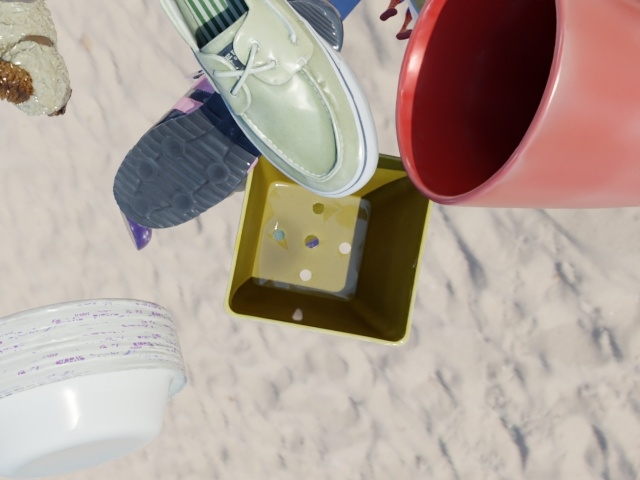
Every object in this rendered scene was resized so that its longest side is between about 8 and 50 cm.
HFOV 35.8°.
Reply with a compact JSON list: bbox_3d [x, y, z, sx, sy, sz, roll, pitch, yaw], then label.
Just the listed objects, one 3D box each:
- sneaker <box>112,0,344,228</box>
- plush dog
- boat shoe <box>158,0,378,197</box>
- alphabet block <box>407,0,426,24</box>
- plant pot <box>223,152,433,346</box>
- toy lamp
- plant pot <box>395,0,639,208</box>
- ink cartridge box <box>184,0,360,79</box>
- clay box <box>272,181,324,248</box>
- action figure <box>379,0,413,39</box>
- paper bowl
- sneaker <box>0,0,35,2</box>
[{"bbox_3d":[-0.091,-0.136,1.060,0.319,0.131,0.112,-39,102,22],"label":"sneaker"},{"bbox_3d":[-0.489,-0.308,1.630,0.210,0.262,0.225,-30,80,15],"label":"plush dog"},{"bbox_3d":[-0.064,-0.158,0.802,0.109,0.094,0.302,-34,94,26],"label":"boat shoe"},{"bbox_3d":[0.263,-0.305,1.482,0.192,0.197,0.193,57,-172,-60],"label":"alphabet block"},{"bbox_3d":[0.000,0.000,1.195,0.212,0.212,0.187,11,177,-8],"label":"plant pot"},{"bbox_3d":[-0.142,-0.072,1.386,0.080,0.275,0.080,58,162,32],"label":"toy lamp"},{"bbox_3d":[0.247,-0.149,1.009,0.275,0.243,0.275,-29,57,58],"label":"plant pot"},{"bbox_3d":[-0.063,-0.397,1.678,0.151,0.395,0.270,40,177,-19],"label":"ink cartridge box"},{"bbox_3d":[-0.022,-0.101,1.335,0.053,0.127,0.222,35,147,49],"label":"clay box"},{"bbox_3d":[0.233,-0.532,1.970,0.139,0.280,0.091,-13,131,46],"label":"action figure"},{"bbox_3d":[-0.296,0.185,1.163,0.284,0.284,0.148,-50,53,56],"label":"paper bowl"},{"bbox_3d":[-0.445,-0.298,1.080,0.121,0.300,0.111,-39,60,50],"label":"sneaker"}]
